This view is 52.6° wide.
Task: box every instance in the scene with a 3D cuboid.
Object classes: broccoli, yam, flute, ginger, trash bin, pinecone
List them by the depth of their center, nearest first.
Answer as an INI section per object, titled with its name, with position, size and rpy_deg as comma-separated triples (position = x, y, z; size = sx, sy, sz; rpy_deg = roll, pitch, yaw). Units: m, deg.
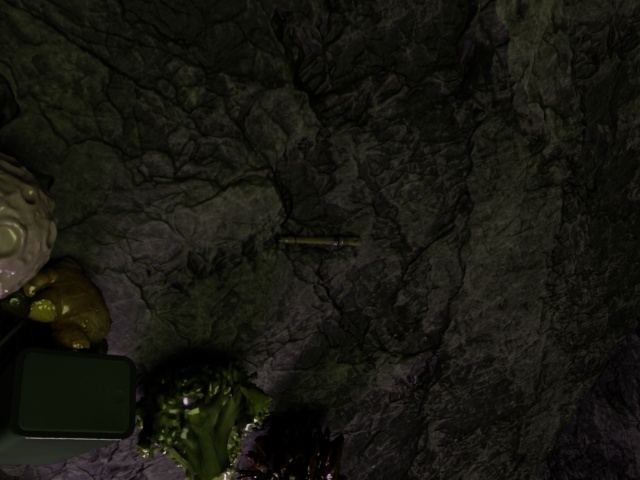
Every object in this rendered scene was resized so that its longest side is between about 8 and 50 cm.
[ginger]
position = -0.474, 0.139, 1.253
size = 0.102, 0.157, 0.216
rpy_deg = -22, 100, 16
[trash bin]
position = -0.536, 0.337, 1.269
size = 0.222, 0.158, 0.343
rpy_deg = 14, 149, -37
[yam]
position = -0.531, 0.168, 1.315
size = 0.061, 0.061, 0.253
rpy_deg = -42, 130, 1
[broccoli]
position = -0.286, 0.454, 1.498
size = 0.293, 0.281, 0.348
rpy_deg = 3, 118, -32
[flute]
position = 0.000, 0.000, 1.527
size = 0.232, 0.027, 0.027
rpy_deg = 2, 119, -31
[pinecone]
position = -0.076, 0.628, 1.763
size = 0.295, 0.242, 0.299
rpy_deg = 2, 121, -20

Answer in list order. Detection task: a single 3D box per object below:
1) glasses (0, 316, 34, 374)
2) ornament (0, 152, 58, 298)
[glasses]
position = -0.632, 0.225, 1.269
size = 0.103, 0.062, 0.140
rpy_deg = -15, 136, -60
[ornament]
position = -0.561, -0.030, 1.034
size = 0.259, 0.259, 0.225
rpy_deg = -25, 124, -13
